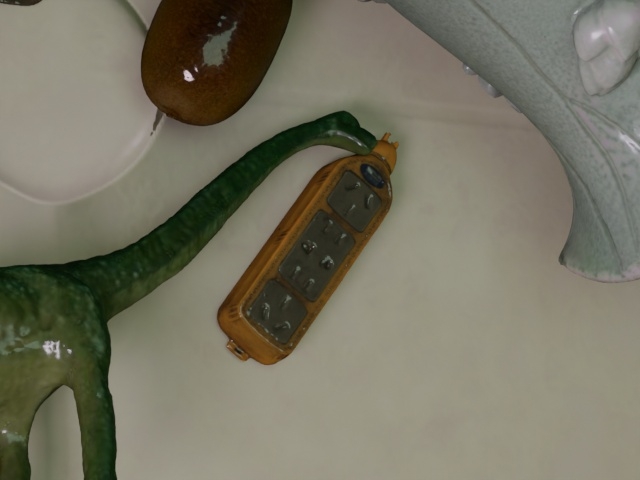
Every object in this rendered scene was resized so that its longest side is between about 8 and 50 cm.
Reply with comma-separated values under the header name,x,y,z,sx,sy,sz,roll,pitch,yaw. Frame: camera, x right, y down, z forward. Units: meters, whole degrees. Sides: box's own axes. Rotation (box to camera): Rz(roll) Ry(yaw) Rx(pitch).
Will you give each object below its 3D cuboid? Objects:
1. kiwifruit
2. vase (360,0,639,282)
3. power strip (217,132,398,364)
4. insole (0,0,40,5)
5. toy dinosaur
name,x,y,z,sx,sy,sz,roll,pitch,yaw
kiwifruit,-0.061,-0.124,1.124,0.075,0.075,0.124,34,68,-17
vase,0.125,-0.191,1.147,0.250,0.250,0.445,-39,103,-30
power strip,0.000,0.000,1.149,0.049,0.028,0.178,41,62,-12
insole,-0.217,-0.172,1.091,0.135,0.002,0.045,26,66,-20
toy dinosaur,-0.178,0.011,1.026,0.447,0.087,0.301,9,58,-14
